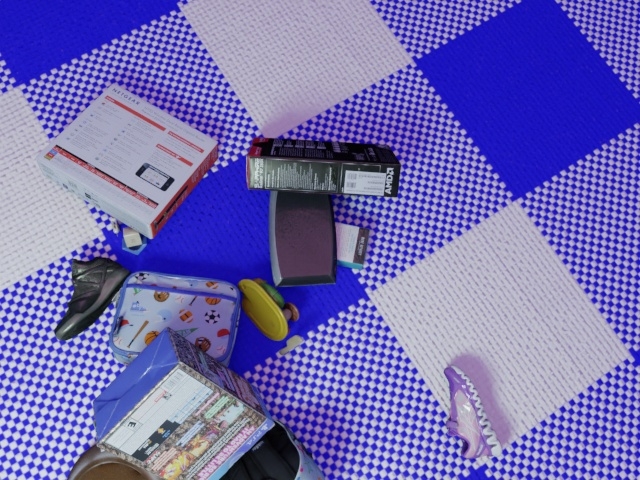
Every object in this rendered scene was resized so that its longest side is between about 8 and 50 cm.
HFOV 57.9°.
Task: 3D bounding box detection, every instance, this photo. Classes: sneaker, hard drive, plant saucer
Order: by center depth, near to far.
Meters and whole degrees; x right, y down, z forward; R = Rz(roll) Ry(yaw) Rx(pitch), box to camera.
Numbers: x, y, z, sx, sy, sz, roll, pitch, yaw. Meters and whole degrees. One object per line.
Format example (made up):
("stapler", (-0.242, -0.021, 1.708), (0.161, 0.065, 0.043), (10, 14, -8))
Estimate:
("plant saucer", (-0.447, 0.598, 1.279), (0.310, 0.050, 0.311), (-1, 84, 13))
("sneaker", (0.345, 0.423, 1.402), (0.104, 0.095, 0.236), (-22, 78, -1))
("sneaker", (-0.588, 0.132, 1.423), (0.130, 0.087, 0.227), (34, 73, 7))
("hard drive", (-0.044, -0.015, 1.446), (0.171, 0.054, 0.255), (-2, 75, -4))

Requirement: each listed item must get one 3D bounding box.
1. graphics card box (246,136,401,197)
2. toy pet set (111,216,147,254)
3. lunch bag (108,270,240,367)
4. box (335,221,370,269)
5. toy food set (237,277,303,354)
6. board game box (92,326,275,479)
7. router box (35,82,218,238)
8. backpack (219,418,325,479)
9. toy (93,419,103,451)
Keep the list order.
("graphics card box", (0.005, -0.191, 1.469), (0.370, 0.233, 0.094), (2, 110, -3))
("toy pet set", (-0.473, -0.024, 1.496), (0.122, 0.065, 0.114), (-12, 41, -9))
("lunch bag", (-0.349, 0.189, 1.391), (0.303, 0.115, 0.243), (9, 58, -3))
("box", (0.000, 0.000, 1.505), (0.244, 0.060, 0.101), (12, 75, 0))
("toy food set", (-0.114, 0.174, 1.437), (0.218, 0.128, 0.071), (49, 49, 10))
("board game box", (-0.289, 0.369, 1.236), (0.232, 0.141, 0.291), (-44, 123, 0))
("router box", (-0.483, -0.210, 1.485), (0.335, 0.082, 0.301), (30, 61, 5))
("backpack", (-0.102, 0.541, 1.257), (0.225, 0.253, 0.191), (-43, 106, -14))
("toy", (-0.418, 0.369, 1.344), (0.237, 0.137, 0.056), (-33, 122, -9))
